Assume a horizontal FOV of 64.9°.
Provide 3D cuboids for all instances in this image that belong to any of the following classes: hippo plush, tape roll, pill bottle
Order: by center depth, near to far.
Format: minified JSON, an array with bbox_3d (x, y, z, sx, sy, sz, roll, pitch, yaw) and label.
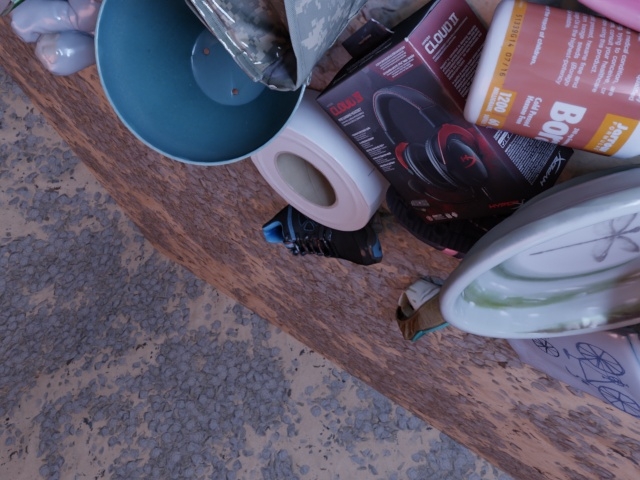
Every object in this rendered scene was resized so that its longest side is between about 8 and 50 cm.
[{"bbox_3d":[0.259,-0.148,0.483,0.216,0.121,0.121,17,155,11],"label":"pill bottle"},{"bbox_3d":[-0.395,-0.411,0.849,0.294,0.234,0.236,42,159,-9],"label":"hippo plush"},{"bbox_3d":[0.000,-0.146,0.963,0.286,0.100,0.286,32,158,15],"label":"tape roll"}]

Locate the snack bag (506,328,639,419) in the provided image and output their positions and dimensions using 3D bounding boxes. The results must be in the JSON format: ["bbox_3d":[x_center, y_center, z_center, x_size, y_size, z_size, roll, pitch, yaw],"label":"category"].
[{"bbox_3d":[0.483,0.214,0.997,0.323,0.037,0.343,49,165,-30],"label":"snack bag"}]

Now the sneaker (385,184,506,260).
[{"bbox_3d":[0.254,-0.003,0.847,0.319,0.112,0.131,33,175,24],"label":"sneaker"}]

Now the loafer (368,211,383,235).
[{"bbox_3d":[0.111,-0.030,1.123,0.045,0.039,0.125,6,166,-11],"label":"loafer"}]

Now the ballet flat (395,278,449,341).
[{"bbox_3d":[0.251,0.162,1.224,0.124,0.116,0.342,54,166,11],"label":"ballet flat"}]

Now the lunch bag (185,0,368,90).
[{"bbox_3d":[-0.032,-0.317,0.466,0.169,0.235,0.287,17,151,31],"label":"lunch bag"}]

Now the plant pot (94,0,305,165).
[{"bbox_3d":[-0.156,-0.274,0.767,0.290,0.290,0.195,41,-165,-10],"label":"plant pot"}]

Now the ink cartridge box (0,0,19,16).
[{"bbox_3d":[-0.364,-0.461,0.625,0.122,0.289,0.211,15,149,51],"label":"ink cartridge box"}]

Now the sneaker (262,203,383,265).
[{"bbox_3d":[0.000,0.000,1.130,0.341,0.140,0.125,20,135,52],"label":"sneaker"}]

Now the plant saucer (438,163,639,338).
[{"bbox_3d":[0.333,0.011,0.593,0.401,0.100,0.400,-4,151,-2],"label":"plant saucer"}]

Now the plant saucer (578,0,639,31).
[{"bbox_3d":[0.223,-0.250,0.284,0.332,0.084,0.332,39,-177,-3],"label":"plant saucer"}]

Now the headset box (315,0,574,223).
[{"bbox_3d":[0.146,-0.166,0.670,0.293,0.110,0.218,45,158,-18],"label":"headset box"}]
